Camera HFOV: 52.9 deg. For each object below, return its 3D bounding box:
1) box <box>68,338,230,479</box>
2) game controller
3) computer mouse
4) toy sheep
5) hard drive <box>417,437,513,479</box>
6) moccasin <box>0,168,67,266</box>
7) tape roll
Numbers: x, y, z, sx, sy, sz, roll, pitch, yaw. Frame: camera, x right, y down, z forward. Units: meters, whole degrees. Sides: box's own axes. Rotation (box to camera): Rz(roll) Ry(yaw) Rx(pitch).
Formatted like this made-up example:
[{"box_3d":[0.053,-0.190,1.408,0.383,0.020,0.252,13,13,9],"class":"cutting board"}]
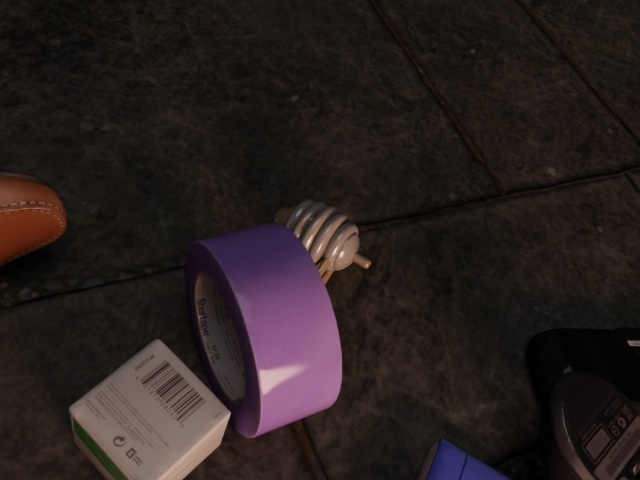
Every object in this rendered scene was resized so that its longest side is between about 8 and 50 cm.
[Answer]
[{"box_3d":[-0.154,0.168,0.581,0.101,0.087,0.102,41,55,14],"class":"box"},{"box_3d":[0.407,0.180,0.773,0.319,0.067,0.166,4,40,-15],"class":"game controller"},{"box_3d":[0.294,0.258,0.622,0.188,0.072,0.272,-22,75,-34],"class":"computer mouse"},{"box_3d":[0.000,0.000,0.754,0.132,0.091,0.091,31,52,13],"class":"toy sheep"},{"box_3d":[0.212,0.356,0.587,0.318,0.040,0.210,30,52,5],"class":"hard drive"},{"box_3d":[-0.404,0.052,0.556,0.380,0.139,0.147,-26,67,-30],"class":"moccasin"},{"box_3d":[-0.060,0.082,0.608,0.080,0.189,0.189,-15,61,-26],"class":"tape roll"}]
